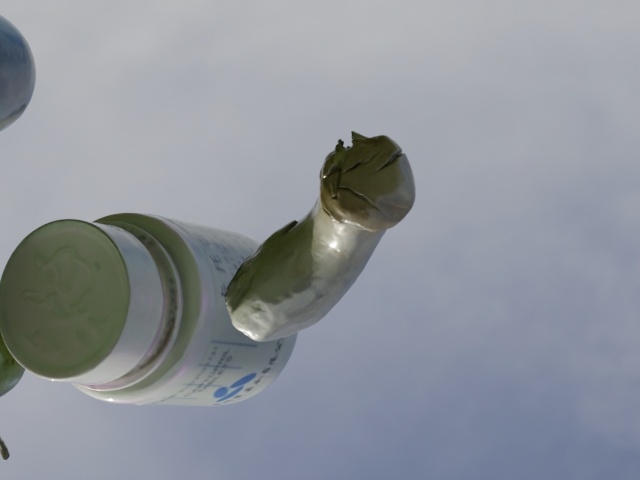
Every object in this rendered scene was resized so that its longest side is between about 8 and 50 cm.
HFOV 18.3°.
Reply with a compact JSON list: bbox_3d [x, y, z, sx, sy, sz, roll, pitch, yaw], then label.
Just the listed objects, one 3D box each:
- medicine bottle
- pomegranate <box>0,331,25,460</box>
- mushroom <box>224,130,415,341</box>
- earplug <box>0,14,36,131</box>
[{"bbox_3d":[-0.151,0.062,1.758,0.170,0.293,0.170,-3,-97,27],"label":"medicine bottle"},{"bbox_3d":[-0.324,0.120,1.802,0.129,0.159,0.129,-7,-160,2],"label":"pomegranate"},{"bbox_3d":[0.004,-0.001,1.526,0.223,0.092,0.081,-46,-126,46],"label":"mushroom"},{"bbox_3d":[-0.336,-0.112,1.373,0.185,0.185,0.324,1,-177,45],"label":"earplug"}]
